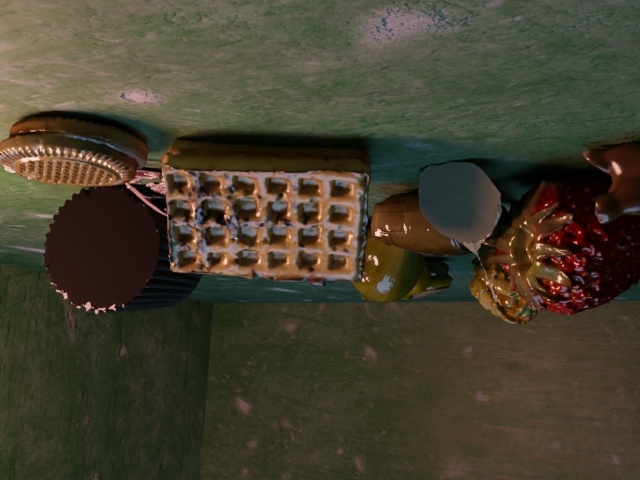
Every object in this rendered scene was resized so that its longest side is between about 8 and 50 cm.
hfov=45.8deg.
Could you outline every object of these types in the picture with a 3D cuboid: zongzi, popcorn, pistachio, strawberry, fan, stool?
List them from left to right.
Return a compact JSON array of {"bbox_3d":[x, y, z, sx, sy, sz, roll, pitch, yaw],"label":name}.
[{"bbox_3d":[-0.454,0.037,1.852,0.297,0.297,0.330,0,173,13],"label":"stool"},{"bbox_3d":[0.324,0.122,2.528,0.215,0.144,0.144,-5,168,9],"label":"pistachio"},{"bbox_3d":[0.288,-0.028,1.678,0.273,0.145,0.300,-1,170,33],"label":"zongzi"},{"bbox_3d":[0.293,-0.013,1.476,0.182,0.310,0.010,-7,-156,42],"label":"fan"},{"bbox_3d":[0.523,0.107,2.111,0.212,0.259,0.259,29,167,-3],"label":"popcorn"},{"bbox_3d":[0.524,0.012,1.465,0.343,0.292,0.292,0,171,-19],"label":"strawberry"}]

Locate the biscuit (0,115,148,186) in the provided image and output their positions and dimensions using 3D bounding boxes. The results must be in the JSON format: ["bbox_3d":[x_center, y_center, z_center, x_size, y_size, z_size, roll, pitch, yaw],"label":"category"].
[{"bbox_3d":[-0.443,-0.154,1.361,0.259,0.079,0.259,3,170,0],"label":"biscuit"}]

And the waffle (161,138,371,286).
[{"bbox_3d":[-0.096,-0.054,1.394,0.376,0.114,0.261,4,127,0],"label":"waffle"}]

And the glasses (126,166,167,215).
[{"bbox_3d":[-0.345,-0.099,1.608,0.255,0.095,0.162,13,174,-36],"label":"glasses"}]

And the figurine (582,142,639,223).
[{"bbox_3d":[0.588,-0.074,1.254,0.247,0.177,0.173,-15,144,25],"label":"figurine"}]

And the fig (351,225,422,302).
[{"bbox_3d":[0.164,0.046,1.976,0.207,0.207,0.230,0,146,15],"label":"fig"}]

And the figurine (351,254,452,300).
[{"bbox_3d":[0.234,0.104,2.327,0.326,0.169,0.218,1,148,45],"label":"figurine"}]
